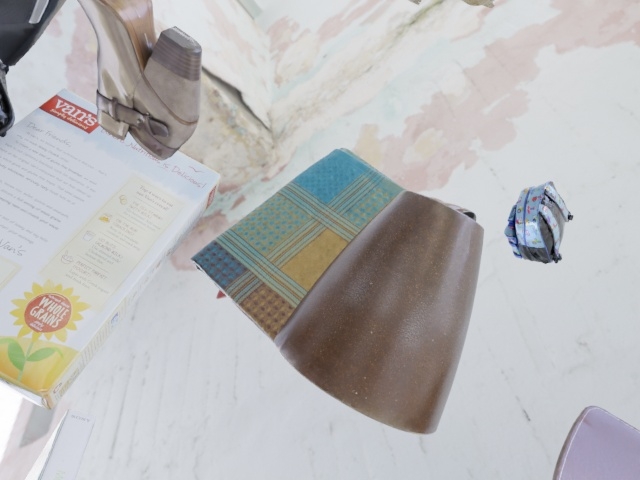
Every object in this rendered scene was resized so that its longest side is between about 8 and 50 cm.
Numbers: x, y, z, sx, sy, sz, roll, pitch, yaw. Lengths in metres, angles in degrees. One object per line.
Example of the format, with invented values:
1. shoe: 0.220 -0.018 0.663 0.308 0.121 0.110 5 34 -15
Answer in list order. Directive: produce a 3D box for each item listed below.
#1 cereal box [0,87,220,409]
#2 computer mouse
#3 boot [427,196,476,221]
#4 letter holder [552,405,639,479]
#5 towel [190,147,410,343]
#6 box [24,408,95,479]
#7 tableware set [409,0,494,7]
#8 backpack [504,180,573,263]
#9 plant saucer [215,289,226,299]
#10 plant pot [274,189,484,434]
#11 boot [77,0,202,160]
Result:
1. cereal box: -0.218 -0.011 0.408 0.240 0.173 0.047 -61 -179 -38
2. computer mouse: -0.220 -0.215 0.367 0.262 0.060 0.184 -47 -127 41
3. boot: 0.226 -0.053 1.167 0.115 0.305 0.112 45 -53 45
4. letter holder: 0.326 0.349 0.526 0.214 0.302 0.152 33 -62 24
5. towel: 0.000 0.000 0.851 0.370 0.040 0.271 -40 -117 -21
6. box: -0.487 0.472 0.803 0.322 0.058 0.232 -52 -156 18
7. tableware set: 0.140 -0.307 0.522 0.168 0.141 0.020 99 8 -76
8. backpack: 0.500 -0.050 1.136 0.117 0.173 0.158 6 -119 42
9. plant saucer: -0.096 0.075 1.209 0.259 0.258 0.047 -20 -96 17
10. plant pot: 0.094 0.066 0.583 0.215 0.215 0.230 30 -87 54
11. boot: -0.124 -0.108 0.303 0.087 0.118 0.042 -51 175 39
